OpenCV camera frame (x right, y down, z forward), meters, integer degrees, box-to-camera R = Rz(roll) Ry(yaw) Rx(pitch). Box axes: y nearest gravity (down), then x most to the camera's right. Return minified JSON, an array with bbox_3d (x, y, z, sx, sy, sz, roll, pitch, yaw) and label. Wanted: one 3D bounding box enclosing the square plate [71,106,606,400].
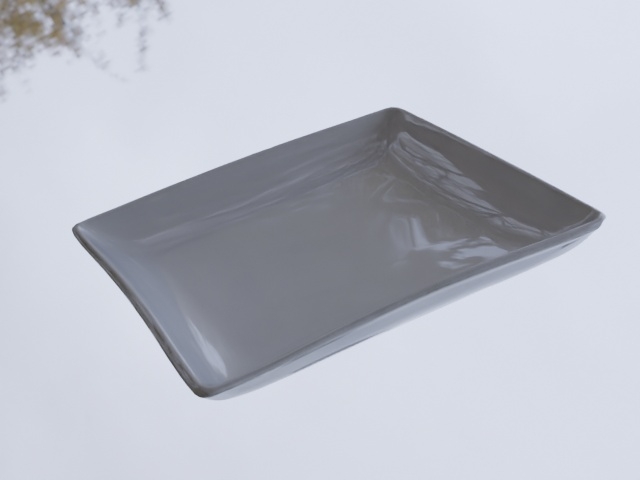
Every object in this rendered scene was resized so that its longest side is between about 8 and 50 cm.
[{"bbox_3d":[0.000,0.000,1.024,0.344,0.347,0.049,38,-35,57],"label":"square plate"}]
